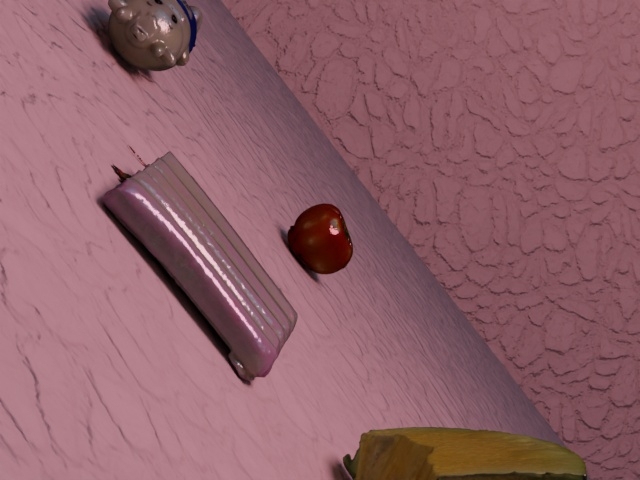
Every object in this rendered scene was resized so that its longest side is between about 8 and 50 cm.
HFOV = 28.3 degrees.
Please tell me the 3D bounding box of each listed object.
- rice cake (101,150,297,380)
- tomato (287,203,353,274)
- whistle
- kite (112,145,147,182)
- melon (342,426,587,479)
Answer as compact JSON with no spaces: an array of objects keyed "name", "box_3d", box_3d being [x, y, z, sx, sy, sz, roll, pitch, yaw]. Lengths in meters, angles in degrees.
[{"name":"rice cake","box_3d":[-0.093,0.019,1.069,0.198,0.037,0.189,54,11,-5]},{"name":"tomato","box_3d":[0.000,0.000,1.570,0.087,0.075,0.087,-21,90,-83]},{"name":"whistle","box_3d":[-0.188,-0.246,1.460,0.110,0.092,0.244,45,10,-6]},{"name":"kite","box_3d":[-0.122,-0.018,1.180,0.244,0.006,0.198,43,14,-52]},{"name":"melon","box_3d":[0.095,0.206,0.947,0.124,0.196,0.323,31,3,-6]}]
